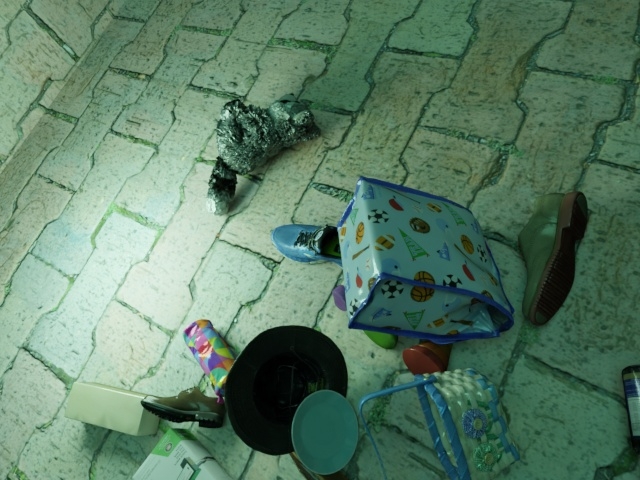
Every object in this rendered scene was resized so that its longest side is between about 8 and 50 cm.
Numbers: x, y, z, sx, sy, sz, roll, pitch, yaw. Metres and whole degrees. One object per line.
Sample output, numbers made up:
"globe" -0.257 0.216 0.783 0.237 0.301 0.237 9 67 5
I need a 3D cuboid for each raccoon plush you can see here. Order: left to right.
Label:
"raccoon plush" -0.177 -0.274 1.566 0.299 0.216 0.447 13 100 10

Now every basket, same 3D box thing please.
"basket" 0.249 0.408 1.007 0.288 0.201 0.255 -21 93 0

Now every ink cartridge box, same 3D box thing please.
"ink cartridge box" -0.348 0.621 1.212 0.219 0.092 0.160 32 80 29

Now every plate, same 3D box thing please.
"plate" 0.009 0.457 1.132 0.024 0.188 0.188 -28 49 54

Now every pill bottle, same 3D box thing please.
"pill bottle" 0.689 0.368 0.945 0.122 0.123 0.219 -2 66 19

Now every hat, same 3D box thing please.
"hat" -0.098 0.364 1.186 0.134 0.331 0.331 -16 53 58

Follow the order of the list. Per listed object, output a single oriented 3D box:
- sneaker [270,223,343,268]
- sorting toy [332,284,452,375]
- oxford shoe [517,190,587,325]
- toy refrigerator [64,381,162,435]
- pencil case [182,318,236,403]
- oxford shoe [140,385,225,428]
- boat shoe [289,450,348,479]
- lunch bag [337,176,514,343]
"sneaker" 0.000 0.000 1.348 0.329 0.147 0.130 10 70 24
"sorting toy" 0.199 0.211 1.219 0.365 0.127 0.126 37 59 27
"oxford shoe" 0.554 0.041 1.172 0.130 0.123 0.348 7 68 51
"toy refrigerator" -0.595 0.484 1.367 0.269 0.094 0.102 3 74 21
"pencil case" -0.301 0.332 1.329 0.104 0.104 0.236 -41 58 -2
"oxford shoe" -0.373 0.447 1.292 0.227 0.083 0.096 12 51 -6
"boat shoe" -0.021 0.552 1.142 0.207 0.073 0.073 39 121 35
"lunch bag" 0.251 0.060 1.132 0.385 0.239 0.328 9 48 -16
